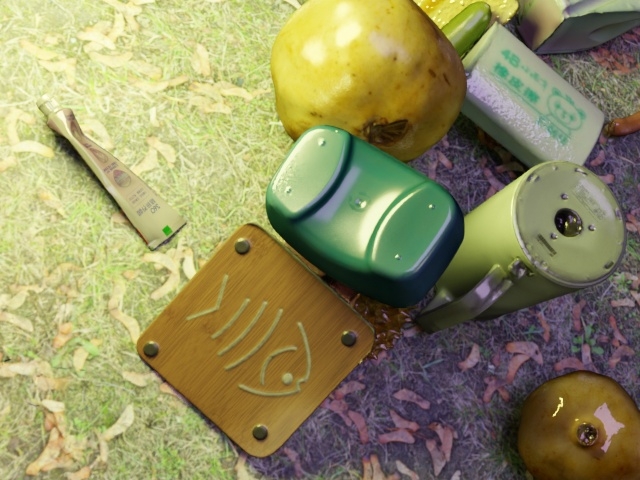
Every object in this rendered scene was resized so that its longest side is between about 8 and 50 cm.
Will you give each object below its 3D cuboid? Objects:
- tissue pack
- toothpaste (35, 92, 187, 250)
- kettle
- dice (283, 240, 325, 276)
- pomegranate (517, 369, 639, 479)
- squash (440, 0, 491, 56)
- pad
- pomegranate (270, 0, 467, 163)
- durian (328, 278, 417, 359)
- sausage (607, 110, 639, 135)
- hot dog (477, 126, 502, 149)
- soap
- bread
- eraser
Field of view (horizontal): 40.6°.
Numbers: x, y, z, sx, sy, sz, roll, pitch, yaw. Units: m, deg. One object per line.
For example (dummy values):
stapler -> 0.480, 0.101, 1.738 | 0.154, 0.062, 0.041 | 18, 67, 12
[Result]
tissue pack -> 0.068, -0.029, 1.322 | 0.287, 0.206, 0.198 | 30, 77, 16
toothpaste -> -0.346, -0.117, 1.406 | 0.301, 0.048, 0.075 | 48, 37, -8
kettle -> 0.324, 0.038, 1.449 | 0.205, 0.318, 0.265 | 21, 70, -13
dice -> 0.000, 0.000, 1.469 | 0.093, 0.091, 0.094 | 43, 66, -3
pomegranate -> 0.442, 0.332, 1.470 | 0.233, 0.233, 0.233 | 6, 73, -18
squash -> 0.225, -0.354, 1.635 | 0.252, 0.066, 0.066 | -41, 91, 6
pad -> -0.100, 0.158, 1.353 | 0.284, 0.018, 0.286 | 42, 95, -1
pomegranate -> 0.079, -0.280, 1.453 | 0.333, 0.332, 0.332 | 6, 73, -18
durian -> 0.086, 0.109, 1.464 | 0.186, 0.154, 0.260 | 36, 72, -34
sausage -> 0.665, -0.253, 1.805 | 0.177, 0.047, 0.040 | -22, 67, -24
hot dog -> 0.344, -0.255, 1.692 | 0.071, 0.045, 0.165 | 16, 70, -18
soap -> 0.592, -0.562, 1.811 | 0.446, 0.156, 0.261 | -29, 86, -25
bread -> 0.242, -0.484, 1.688 | 0.266, 0.142, 0.178 | 43, 106, -5
eraser -> 0.383, -0.254, 1.626 | 0.290, 0.104, 0.189 | 37, 59, -9
